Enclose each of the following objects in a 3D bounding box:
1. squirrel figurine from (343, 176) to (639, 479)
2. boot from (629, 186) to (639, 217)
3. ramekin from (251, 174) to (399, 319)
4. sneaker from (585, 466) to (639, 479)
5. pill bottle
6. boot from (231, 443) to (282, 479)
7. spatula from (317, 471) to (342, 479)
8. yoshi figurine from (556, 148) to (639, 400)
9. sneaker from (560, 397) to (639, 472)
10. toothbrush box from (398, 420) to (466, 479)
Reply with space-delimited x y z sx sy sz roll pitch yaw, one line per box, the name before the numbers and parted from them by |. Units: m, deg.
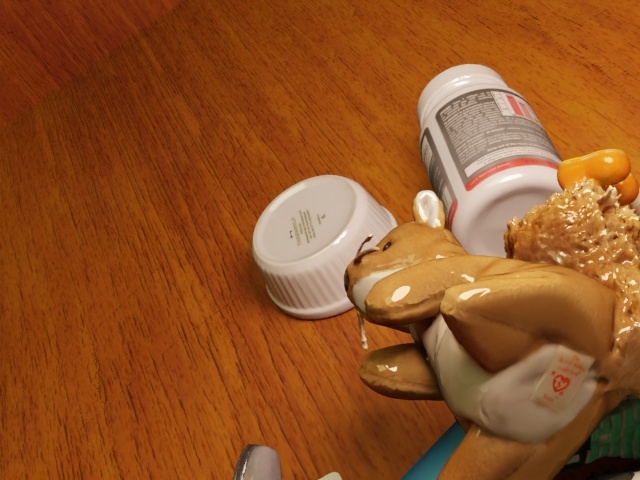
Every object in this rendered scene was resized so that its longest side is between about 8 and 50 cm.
squirrel figurine | 0.224 0.081 1.235 0.397 0.281 0.370 -16 25 -15
boot | 0.574 -0.039 1.487 0.197 0.073 0.152 -25 48 10
ramekin | 0.000 0.000 1.803 0.272 0.127 0.273 -19 41 18
sneaker | 0.393 0.316 1.219 0.276 0.098 0.135 -39 41 -3
pill bottle | 0.282 -0.132 1.668 0.210 0.210 0.363 -26 40 12
boot | -0.005 0.429 1.375 0.222 0.118 0.338 -16 57 17
spatula | -0.008 0.459 1.426 0.168 0.019 0.242 -31 39 4
yoshi figurine | 0.429 0.064 1.365 0.203 0.203 0.362 136 136 -65
sneaker | 0.352 0.232 1.273 0.223 0.083 0.098 -2 12 -24
toothbrush box | 0.196 0.397 1.199 0.216 0.126 0.295 -52 33 21
